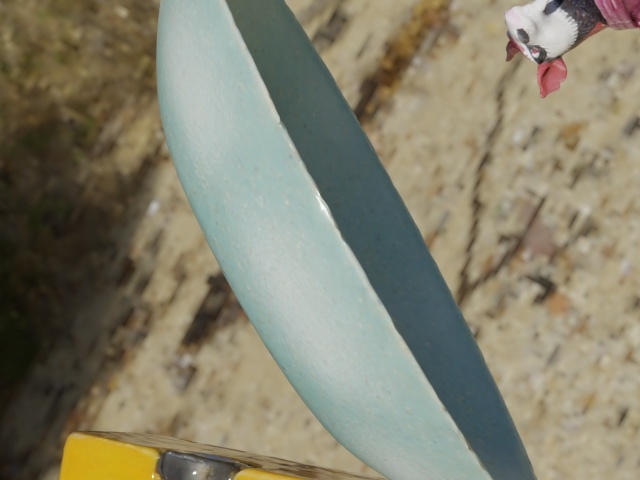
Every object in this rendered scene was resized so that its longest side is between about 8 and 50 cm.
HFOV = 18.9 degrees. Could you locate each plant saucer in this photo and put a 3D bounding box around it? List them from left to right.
[{"bbox_3d":[0.000,0.000,0.516,0.037,0.195,0.195,-28,14,8],"label":"plant saucer"}]

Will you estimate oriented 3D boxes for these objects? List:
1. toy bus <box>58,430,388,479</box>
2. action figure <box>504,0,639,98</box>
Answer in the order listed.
[{"bbox_3d":[0.007,0.179,1.025,0.130,0.332,0.108,15,-97,-60],"label":"toy bus"},{"bbox_3d":[0.246,-0.264,1.432,0.370,0.248,0.276,-51,-2,38],"label":"action figure"}]
